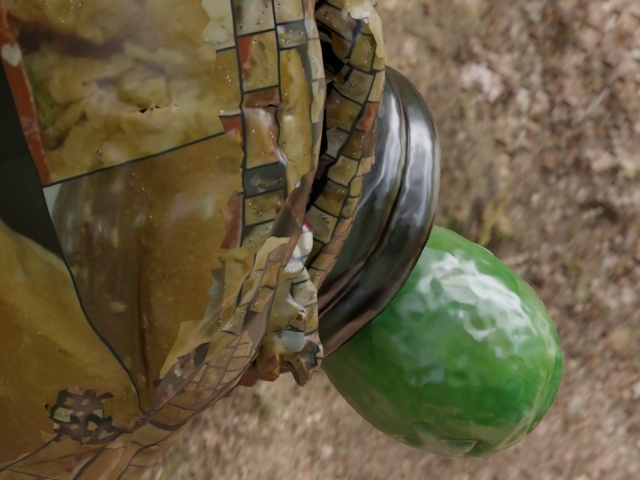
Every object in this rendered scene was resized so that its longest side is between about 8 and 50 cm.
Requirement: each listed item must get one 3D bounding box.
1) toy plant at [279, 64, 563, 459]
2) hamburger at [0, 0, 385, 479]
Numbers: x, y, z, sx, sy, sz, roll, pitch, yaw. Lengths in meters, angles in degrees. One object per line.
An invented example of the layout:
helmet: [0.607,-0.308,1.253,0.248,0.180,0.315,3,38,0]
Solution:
toy plant: [0.000,0.000,0.945,0.175,0.235,0.218,-51,40,5]
hamburger: [-0.089,-0.052,0.427,0.231,0.231,0.107,45,26,10]
